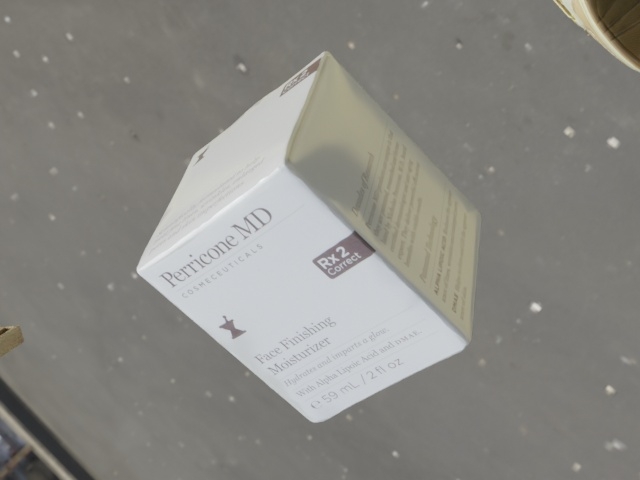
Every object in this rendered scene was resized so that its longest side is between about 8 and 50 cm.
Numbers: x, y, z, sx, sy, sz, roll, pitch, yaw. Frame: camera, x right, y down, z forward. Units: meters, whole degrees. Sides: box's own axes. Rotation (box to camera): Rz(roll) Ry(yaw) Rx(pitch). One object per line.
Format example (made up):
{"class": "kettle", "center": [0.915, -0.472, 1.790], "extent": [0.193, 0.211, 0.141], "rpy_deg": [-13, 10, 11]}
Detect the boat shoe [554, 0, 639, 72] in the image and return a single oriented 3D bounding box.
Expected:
{"class": "boat shoe", "center": [0.154, -0.151, 0.578], "extent": [0.135, 0.050, 0.045], "rpy_deg": [53, 175, -4]}

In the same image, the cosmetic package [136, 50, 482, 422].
{"class": "cosmetic package", "center": [0.000, 0.000, 0.726], "extent": [0.151, 0.151, 0.183], "rpy_deg": [-34, 115, 32]}

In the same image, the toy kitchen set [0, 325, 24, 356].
{"class": "toy kitchen set", "center": [-0.311, 0.064, 0.859], "extent": [0.068, 0.075, 0.083], "rpy_deg": [-6, 104, 19]}
